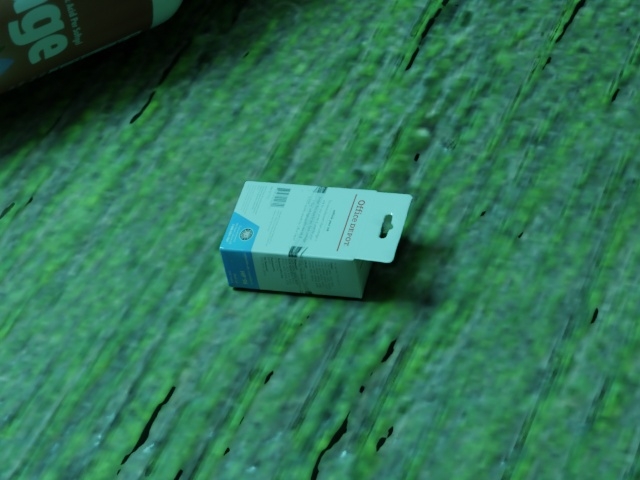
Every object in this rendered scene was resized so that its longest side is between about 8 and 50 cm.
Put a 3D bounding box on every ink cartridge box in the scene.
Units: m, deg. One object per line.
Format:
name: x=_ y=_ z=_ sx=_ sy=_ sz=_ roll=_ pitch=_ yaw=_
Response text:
ink cartridge box: x=0.000 y=0.000 z=0.929 sx=0.083 sy=0.028 sz=0.048 roll=5 pitch=46 yaw=16

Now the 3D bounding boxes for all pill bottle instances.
pill bottle: x=-0.149 y=-0.153 z=1.046 sx=0.216 sy=0.121 sz=0.121 roll=-26 pitch=46 yaw=-15
